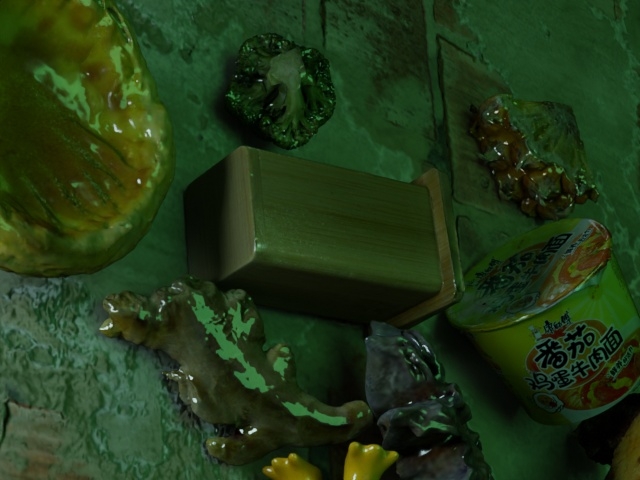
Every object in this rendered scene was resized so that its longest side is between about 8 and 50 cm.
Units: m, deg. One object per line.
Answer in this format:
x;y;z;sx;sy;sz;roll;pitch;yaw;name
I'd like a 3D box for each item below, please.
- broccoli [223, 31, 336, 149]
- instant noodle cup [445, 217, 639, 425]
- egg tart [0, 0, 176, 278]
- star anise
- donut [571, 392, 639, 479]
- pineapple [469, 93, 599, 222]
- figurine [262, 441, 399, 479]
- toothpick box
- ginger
-0.050;-0.193;1.761;0.146;0.138;0.162;12;72;-4;broccoli
0.332;0.121;1.899;0.200;0.264;0.264;59;42;-19;instant noodle cup
-0.327;-0.131;1.437;0.388;0.169;0.387;22;57;-39;egg tart
0.139;0.241;1.652;0.331;0.118;0.331;61;8;-14;star anise
0.462;0.288;1.882;0.112;0.151;0.295;36;8;-11;donut
0.341;-0.146;2.126;0.236;0.114;0.186;54;44;-5;pineapple
0.014;0.398;1.466;0.187;0.215;0.343;27;51;-36;figurine
0.000;0.000;1.683;0.308;0.190;0.187;11;64;-35;toothpick box
-0.106;0.153;1.556;0.333;0.080;0.166;44;86;-16;ginger
